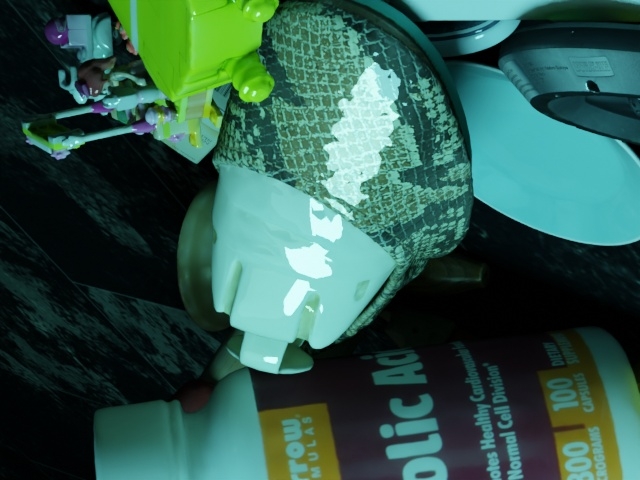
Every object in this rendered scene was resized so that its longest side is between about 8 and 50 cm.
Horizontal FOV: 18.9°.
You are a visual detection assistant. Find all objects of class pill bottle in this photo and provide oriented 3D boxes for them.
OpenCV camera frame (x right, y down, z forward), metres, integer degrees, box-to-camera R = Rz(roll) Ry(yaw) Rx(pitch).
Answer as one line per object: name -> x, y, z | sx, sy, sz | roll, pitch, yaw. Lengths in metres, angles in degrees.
pill bottle -> 0.036, 0.193, 1.428 | 0.392, 0.224, 0.224 | -7, 157, -5

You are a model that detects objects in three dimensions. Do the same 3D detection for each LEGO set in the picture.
LEGO set -> -0.138, -0.121, 1.320 | 0.287, 0.107, 0.132 | -22, 83, 66

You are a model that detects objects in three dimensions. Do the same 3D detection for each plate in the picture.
plate -> 0.139, -0.062, 1.252 | 0.188, 0.024, 0.188 | 28, 158, 12

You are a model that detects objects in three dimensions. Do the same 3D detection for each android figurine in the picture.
android figurine -> -0.094, -0.192, 1.053 | 0.273, 0.056, 0.248 | 56, 158, 32

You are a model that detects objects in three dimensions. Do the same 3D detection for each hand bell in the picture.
hand bell -> 0.021, 0.019, 1.522 | 0.242, 0.126, 0.126 | 4, 147, 28

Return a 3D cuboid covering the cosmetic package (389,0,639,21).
cosmetic package -> 0.055, -0.252, 0.852 | 0.284, 0.097, 0.377 | 5, 147, 47

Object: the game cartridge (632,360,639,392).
game cartridge -> 0.390, 0.151, 1.336 | 0.323, 0.053, 0.285 | 30, 159, 1

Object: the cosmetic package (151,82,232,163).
cosmetic package -> -0.092, -0.103, 1.451 | 0.060, 0.041, 0.115 | 34, 158, -6

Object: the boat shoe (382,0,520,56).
boat shoe -> 0.028, -0.165, 1.119 | 0.183, 0.065, 0.083 | 19, 157, 32

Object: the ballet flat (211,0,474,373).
ballet flat -> 0.000, 0.000, 1.232 | 0.164, 0.182, 0.483 | 29, 170, 6

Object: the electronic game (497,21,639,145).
electronic game -> 0.206, -0.076, 0.999 | 0.229, 0.048, 0.229 | 11, 177, 1

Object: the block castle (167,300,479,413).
block castle -> 0.091, 0.240, 1.715 | 0.453, 0.213, 0.303 | 37, 158, -12
